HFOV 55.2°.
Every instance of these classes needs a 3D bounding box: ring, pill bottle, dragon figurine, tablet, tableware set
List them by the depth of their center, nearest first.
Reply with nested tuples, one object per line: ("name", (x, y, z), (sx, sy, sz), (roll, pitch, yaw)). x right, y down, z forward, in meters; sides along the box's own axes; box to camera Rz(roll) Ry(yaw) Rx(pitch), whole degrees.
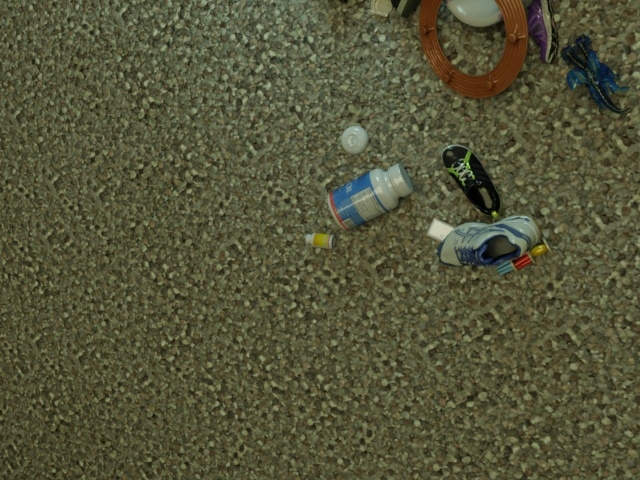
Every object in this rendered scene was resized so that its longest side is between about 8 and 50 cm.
("dragon figurine", (0.641, -0.385, 1.442), (0.144, 0.289, 0.085), (33, 131, -15))
("ring", (0.362, -0.511, 1.509), (0.337, 0.032, 0.336), (38, 144, 35))
("tableware set", (0.158, -0.708, 1.679), (0.141, 0.020, 0.168), (35, 111, 15))
("tablet", (0.342, -0.021, 1.696), (0.083, 0.006, 0.054), (26, 105, 16))
("pill bottle", (0.140, -0.125, 1.698), (0.222, 0.124, 0.124), (-27, 86, 20))
("pill bottle", (0.000, 0.000, 1.806), (0.083, 0.043, 0.043), (7, 98, 19))

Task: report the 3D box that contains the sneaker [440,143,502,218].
("sneaker", (0.403, -0.161, 1.609), (0.084, 0.097, 0.234), (-40, 81, 19))

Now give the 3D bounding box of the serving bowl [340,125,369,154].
("serving bowl", (0.095, -0.286, 1.749), (0.084, 0.027, 0.083), (3, 98, 20))

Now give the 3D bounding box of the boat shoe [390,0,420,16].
("boat shoe", (0.233, -0.696, 1.500), (0.127, 0.340, 0.113), (-39, 84, -12))

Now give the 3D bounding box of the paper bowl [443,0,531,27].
("paper bowl", (0.417, -0.676, 1.477), (0.148, 0.284, 0.284), (-26, 85, -21))

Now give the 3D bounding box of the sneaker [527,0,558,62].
("sneaker", (0.555, -0.527, 1.542), (0.071, 0.068, 0.169), (-11, 83, 36))

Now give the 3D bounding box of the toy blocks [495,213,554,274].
("toy blocks", (0.516, 0.017, 1.610), (0.148, 0.054, 0.123), (-31, 86, 21))

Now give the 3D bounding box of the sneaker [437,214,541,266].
("sneaker", (0.407, 0.015, 1.569), (0.297, 0.131, 0.111), (-23, 101, 46))
